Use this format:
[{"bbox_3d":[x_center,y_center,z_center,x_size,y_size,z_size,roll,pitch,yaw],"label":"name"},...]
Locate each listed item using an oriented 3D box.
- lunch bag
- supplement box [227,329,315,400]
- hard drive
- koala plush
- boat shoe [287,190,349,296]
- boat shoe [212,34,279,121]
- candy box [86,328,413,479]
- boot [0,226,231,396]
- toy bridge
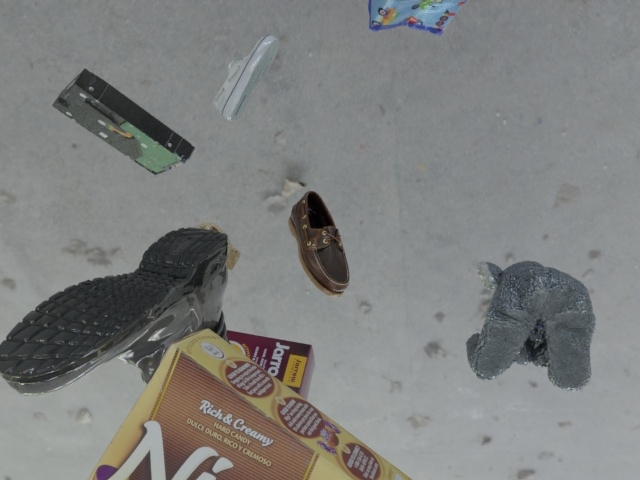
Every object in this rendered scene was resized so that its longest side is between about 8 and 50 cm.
[{"bbox_3d":[0.150,-0.500,0.952,0.138,0.293,0.221,-2,165,-18],"label":"lunch bag"},{"bbox_3d":[-0.112,0.211,1.007,0.188,0.104,0.080,8,144,11],"label":"supplement box"},{"bbox_3d":[-0.528,-0.308,1.708,0.339,0.064,0.237,36,157,-27],"label":"hard drive"},{"bbox_3d":[0.352,0.103,1.063,0.196,0.221,0.203,7,114,9],"label":"koala plush"},{"bbox_3d":[0.000,0.000,1.070,0.073,0.207,0.073,9,129,-37],"label":"boat shoe"},{"bbox_3d":[-0.182,-0.386,1.468,0.076,0.083,0.226,39,112,8],"label":"boat shoe"},{"bbox_3d":[-0.023,0.144,0.329,0.187,0.053,0.109,35,98,8],"label":"candy box"},{"bbox_3d":[-0.202,0.142,0.750,0.118,0.338,0.222,13,117,27],"label":"boot"},{"bbox_3d":[-0.196,0.002,1.082,0.188,0.063,0.026,15,160,47],"label":"toy bridge"}]
